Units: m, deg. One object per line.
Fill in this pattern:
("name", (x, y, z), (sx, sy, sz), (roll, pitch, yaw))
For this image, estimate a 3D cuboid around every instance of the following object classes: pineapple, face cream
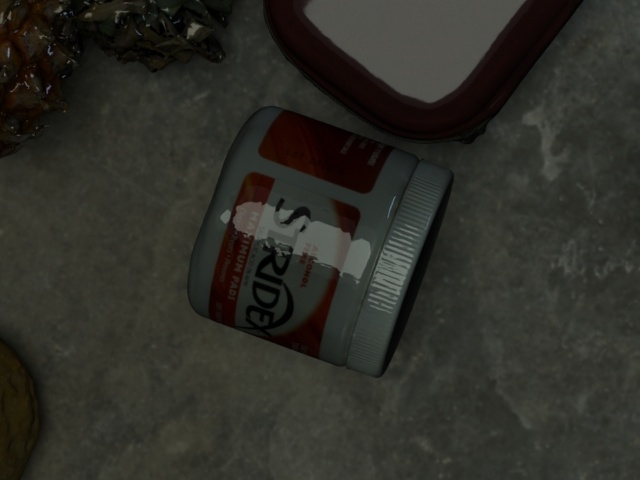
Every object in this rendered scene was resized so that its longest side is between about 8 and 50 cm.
("pineapple", (-0.211, -0.211, 1.638), (0.271, 0.262, 0.263), (-16, 90, -15))
("face cream", (0.000, 0.000, 1.600), (0.187, 0.201, 0.201), (20, 95, 6))

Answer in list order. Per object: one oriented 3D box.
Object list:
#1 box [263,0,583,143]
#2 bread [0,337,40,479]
("box", (0.130, -0.289, 1.617), (0.263, 0.108, 0.404), (36, 96, 4))
("bread", (-0.394, 0.180, 1.696), (0.244, 0.134, 0.245), (0, 89, 7))
